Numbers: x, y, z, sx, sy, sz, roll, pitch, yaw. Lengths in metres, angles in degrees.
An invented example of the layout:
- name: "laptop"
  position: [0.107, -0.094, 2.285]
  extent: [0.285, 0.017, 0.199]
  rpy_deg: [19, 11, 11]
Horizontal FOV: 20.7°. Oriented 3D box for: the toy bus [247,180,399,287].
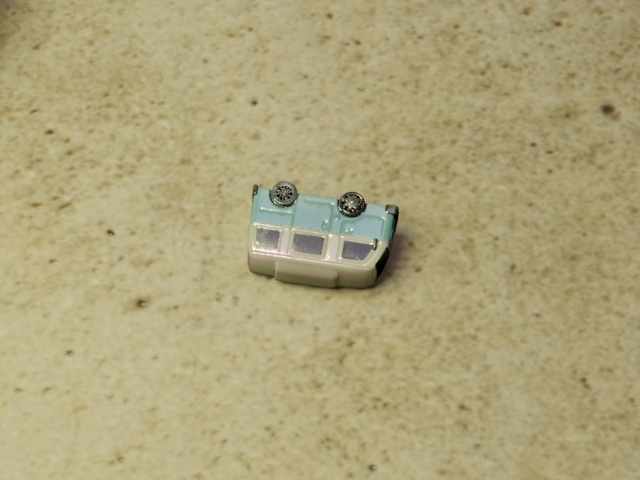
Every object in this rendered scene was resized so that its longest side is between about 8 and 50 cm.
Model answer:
- name: "toy bus"
  position: [0.000, 0.000, 1.458]
  extent: [0.123, 0.060, 0.075]
  rpy_deg: [8, 68, 1]
